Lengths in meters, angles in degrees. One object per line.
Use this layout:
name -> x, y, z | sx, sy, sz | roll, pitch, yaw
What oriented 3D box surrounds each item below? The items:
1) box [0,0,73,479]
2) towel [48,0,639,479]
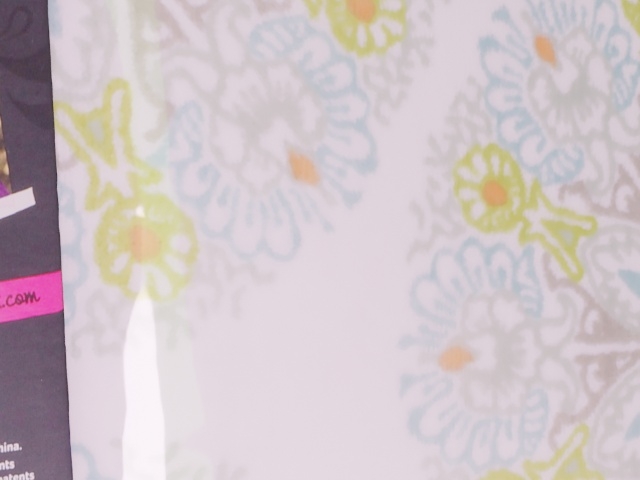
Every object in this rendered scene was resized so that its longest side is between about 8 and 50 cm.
box -> -0.198, -0.017, 0.547 | 0.143, 0.165, 0.270 | -1, 87, -36
towel -> 0.039, 0.024, 0.664 | 0.374, 0.090, 0.320 | -2, 88, -33
